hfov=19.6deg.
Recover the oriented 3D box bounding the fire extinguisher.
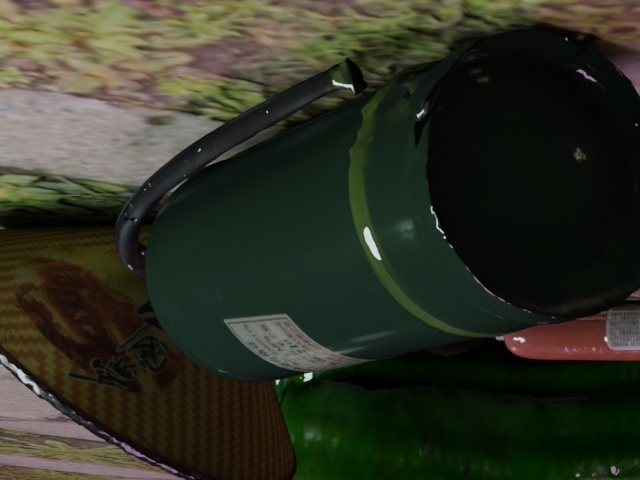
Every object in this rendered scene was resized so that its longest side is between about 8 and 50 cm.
[{"bbox_3d":[0.000,0.000,0.671,0.118,0.093,0.294,25,160,-22],"label":"fire extinguisher"}]

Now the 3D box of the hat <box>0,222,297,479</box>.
[{"bbox_3d":[-0.072,0.025,0.840,0.193,0.082,0.193,32,-168,-8],"label":"hat"}]

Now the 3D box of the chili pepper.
[{"bbox_3d":[0.137,0.144,1.065,0.385,0.167,0.213,6,169,-11],"label":"chili pepper"}]

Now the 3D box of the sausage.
[{"bbox_3d":[0.190,0.045,0.919,0.223,0.029,0.029,-1,166,25],"label":"sausage"}]
